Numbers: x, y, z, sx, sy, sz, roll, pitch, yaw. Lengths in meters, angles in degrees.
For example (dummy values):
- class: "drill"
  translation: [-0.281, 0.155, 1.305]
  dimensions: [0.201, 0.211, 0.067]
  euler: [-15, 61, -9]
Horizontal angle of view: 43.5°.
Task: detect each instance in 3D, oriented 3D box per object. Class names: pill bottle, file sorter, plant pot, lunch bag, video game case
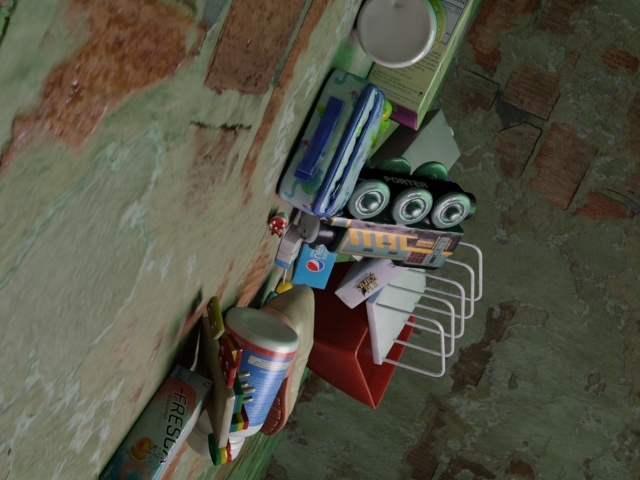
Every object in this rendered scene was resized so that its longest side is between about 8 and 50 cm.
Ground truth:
- class: "pill bottle"
  translation: [-0.129, 0.226, 1.248]
  dimensions: [0.124, 0.124, 0.222]
  euler: [-35, 150, -76]
- class: "file sorter"
  translation: [0.245, 0.140, 1.819]
  dimensions: [0.278, 0.173, 0.193]
  euler: [-53, 146, -41]
- class: "plant pot"
  translation: [0.058, 0.203, 1.938]
  dimensions: [0.267, 0.235, 0.267]
  euler: [-61, 151, -30]
- class: "pill bottle"
  translation: [0.133, -0.335, 1.237]
  dimensions: [0.118, 0.117, 0.208]
  euler: [-67, 172, 23]
- class: "lunch bag"
  translation: [0.021, -0.141, 1.217]
  dimensions: [0.219, 0.090, 0.176]
  euler: [-66, 169, 3]
- class: "video game case"
  translation: [0.171, 0.000, 1.742]
  dimensions: [0.244, 0.061, 0.269]
  euler: [-42, -172, 42]

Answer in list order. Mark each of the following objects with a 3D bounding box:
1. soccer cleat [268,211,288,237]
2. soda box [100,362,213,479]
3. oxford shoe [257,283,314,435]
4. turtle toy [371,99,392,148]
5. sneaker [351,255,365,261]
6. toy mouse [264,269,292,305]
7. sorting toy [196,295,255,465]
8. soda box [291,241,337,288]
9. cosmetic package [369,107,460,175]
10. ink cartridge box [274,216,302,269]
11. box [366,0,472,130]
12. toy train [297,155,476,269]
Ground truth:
- class: "soccer cleat"
  translation: [-0.063, -0.030, 1.239]
  dimensions: [0.083, 0.029, 0.036]
  euler: [102, 6, -75]
- class: "soda box"
  translation: [-0.207, 0.250, 1.025]
  dimensions: [0.063, 0.058, 0.183]
  euler: [107, 10, -50]
- class: "oxford shoe"
  translation: [-0.076, 0.242, 1.548]
  dimensions: [0.146, 0.140, 0.397]
  euler: [-43, 162, -38]
- class: "turtle toy"
  translation: [0.077, -0.210, 1.411]
  dimensions: [0.130, 0.066, 0.095]
  euler: [-25, 154, -28]
- class: "sneaker"
  translation: [0.107, -0.089, 1.767]
  dimensions: [0.236, 0.130, 0.323]
  euler: [-56, 180, 7]
- class: "toy mouse"
  translation: [-0.096, 0.145, 1.597]
  dimensions: [0.143, 0.031, 0.161]
  euler: [-59, 172, -37]
- class: "sorting toy"
  translation: [-0.128, 0.185, 1.090]
  dimensions: [0.275, 0.046, 0.132]
  euler: [104, -30, -46]
- class: "soda box"
  translation: [0.000, 0.000, 1.573]
  dimensions: [0.067, 0.071, 0.210]
  euler: [-86, -169, -45]
- class: "cosmetic package"
  translation: [0.198, -0.170, 1.717]
  dimensions: [0.238, 0.107, 0.127]
  euler: [-49, 121, -45]
- class: "ink cartridge box"
  translation: [-0.052, 0.005, 1.433]
  dimensions: [0.048, 0.028, 0.083]
  euler: [-58, 170, -47]
- class: "box"
  translation: [0.191, -0.363, 1.577]
  dimensions: [0.243, 0.117, 0.213]
  euler: [-64, 173, 2]
- class: "toy train"
  translation: [0.120, -0.046, 1.431]
  dimensions: [0.190, 0.333, 0.142]
  euler: [-64, -145, 31]
